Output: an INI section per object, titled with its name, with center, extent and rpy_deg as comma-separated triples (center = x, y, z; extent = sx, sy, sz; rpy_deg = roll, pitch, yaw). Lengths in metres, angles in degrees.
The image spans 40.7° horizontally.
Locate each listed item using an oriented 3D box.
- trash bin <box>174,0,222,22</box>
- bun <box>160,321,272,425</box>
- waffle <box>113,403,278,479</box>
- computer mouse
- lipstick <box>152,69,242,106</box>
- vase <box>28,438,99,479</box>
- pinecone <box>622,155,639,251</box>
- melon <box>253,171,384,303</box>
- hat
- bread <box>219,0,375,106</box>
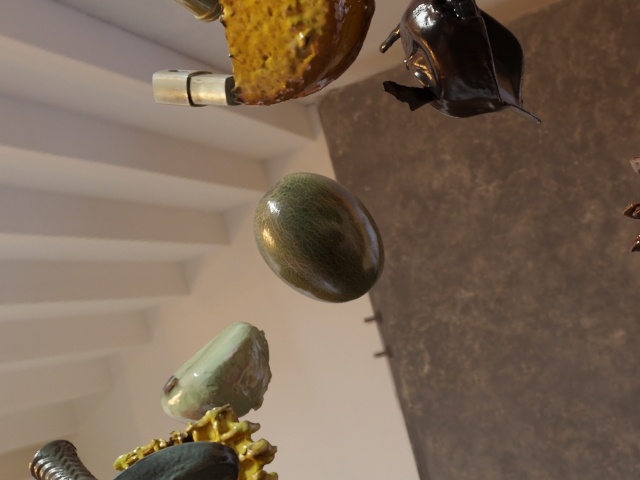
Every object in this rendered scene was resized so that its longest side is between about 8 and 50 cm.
[trash bin]
center = -0.287, -0.606, 1.773
extent = 0.247, 0.243, 0.121
rpy_deg = 26, -28, -36
[bun]
center = -0.211, 0.316, 1.902
extent = 0.283, 0.179, 0.283
rpy_deg = -39, 6, 5
[waffle]
center = -0.182, 0.364, 1.272
extent = 0.309, 0.283, 0.065
rpy_deg = 20, 6, 32
[computer mouse]
center = -0.200, 0.299, 1.000
extent = 0.229, 0.113, 0.068
rpy_deg = -22, 39, -32
[lipstick]
center = -0.259, -0.324, 1.847
extent = 0.079, 0.077, 0.253
rpy_deg = -17, 21, -40
[vase]
center = -0.346, 0.389, 1.291
extent = 0.115, 0.115, 0.237
rpy_deg = -6, 27, -44
[pinecone]
center = 0.519, -0.018, 1.095
extent = 0.264, 0.264, 0.264
rpy_deg = -14, -8, -2
[melon]
center = 0.000, 0.000, 1.819
extent = 0.237, 0.301, 0.237
rpy_deg = -42, 13, 12
[hat]
center = 0.215, -0.278, 1.422
extent = 0.209, 0.238, 0.336
rpy_deg = -24, -37, 24
[bread]
center = -0.031, -0.350, 1.187
extent = 0.179, 0.340, 0.194
rpy_deg = 2, 24, 23
